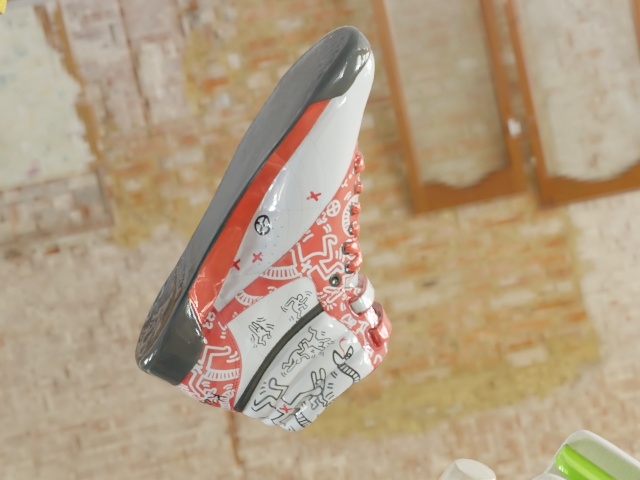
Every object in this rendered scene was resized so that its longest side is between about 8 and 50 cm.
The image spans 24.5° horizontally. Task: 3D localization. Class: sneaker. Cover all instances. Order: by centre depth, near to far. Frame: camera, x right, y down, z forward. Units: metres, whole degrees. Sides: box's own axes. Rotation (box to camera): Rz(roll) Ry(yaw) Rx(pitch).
[{"bbox_3d":[-0.001,0.000,1.002,0.145,0.270,0.090,29,-175,-19],"label":"sneaker"}]

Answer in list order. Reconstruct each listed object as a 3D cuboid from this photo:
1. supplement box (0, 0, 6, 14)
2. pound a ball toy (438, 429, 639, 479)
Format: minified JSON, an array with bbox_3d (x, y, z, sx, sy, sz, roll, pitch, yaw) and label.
[{"bbox_3d":[-0.183,-0.155,0.733,0.055,0.083,0.043,-4,155,17],"label":"supplement box"},{"bbox_3d":[0.222,0.271,1.058,0.319,0.136,0.208,33,-160,14],"label":"pound a ball toy"}]
